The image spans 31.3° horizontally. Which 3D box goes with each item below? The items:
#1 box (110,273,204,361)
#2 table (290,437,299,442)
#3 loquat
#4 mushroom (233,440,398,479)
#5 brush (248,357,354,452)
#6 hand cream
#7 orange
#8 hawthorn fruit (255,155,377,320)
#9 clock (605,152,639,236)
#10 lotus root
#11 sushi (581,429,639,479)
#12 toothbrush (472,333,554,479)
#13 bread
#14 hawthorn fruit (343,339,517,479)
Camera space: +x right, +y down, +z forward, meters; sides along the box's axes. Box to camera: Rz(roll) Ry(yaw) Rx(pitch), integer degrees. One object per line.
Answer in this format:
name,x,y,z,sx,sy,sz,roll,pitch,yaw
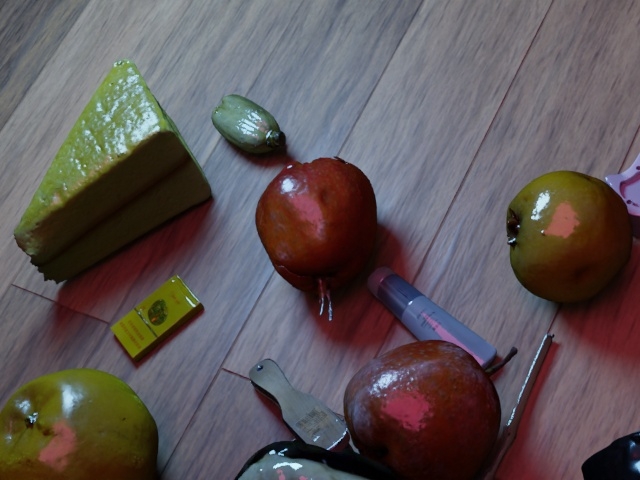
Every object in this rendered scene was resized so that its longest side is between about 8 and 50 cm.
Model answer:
box,-0.293,0.137,2.042,0.155,0.023,0.087,-40,53,-7
table,-0.017,0.384,1.771,0.175,0.062,0.146,-29,55,-15
loquat,0.385,-0.006,1.790,0.208,0.208,0.208,-9,58,14
mushroom,0.018,0.424,1.610,0.344,0.130,0.247,35,109,3
brush,-0.032,0.272,1.799,0.070,0.065,0.327,-38,28,-10
hand cream,0.177,0.133,1.870,0.079,0.048,0.255,-46,60,-4
orange,-0.398,0.338,1.831,0.279,0.235,0.279,-12,50,14
hawthorn fruit,0.000,0.000,1.923,0.211,0.211,0.299,-15,66,10
clock,0.630,-0.079,1.821,0.275,0.080,0.290,-39,55,-6
lotus root,-0.133,-0.214,2.163,0.183,0.077,0.090,32,82,34
sushi,0.498,0.385,1.468,0.299,0.281,0.294,-4,65,9
toothbrush,0.299,0.269,1.758,0.028,0.026,0.294,14,65,42
bread,-0.419,-0.115,2.110,0.361,0.233,0.245,-34,55,-2
hawthorn fruit,0.152,0.250,1.684,0.231,0.235,0.263,26,95,-3
